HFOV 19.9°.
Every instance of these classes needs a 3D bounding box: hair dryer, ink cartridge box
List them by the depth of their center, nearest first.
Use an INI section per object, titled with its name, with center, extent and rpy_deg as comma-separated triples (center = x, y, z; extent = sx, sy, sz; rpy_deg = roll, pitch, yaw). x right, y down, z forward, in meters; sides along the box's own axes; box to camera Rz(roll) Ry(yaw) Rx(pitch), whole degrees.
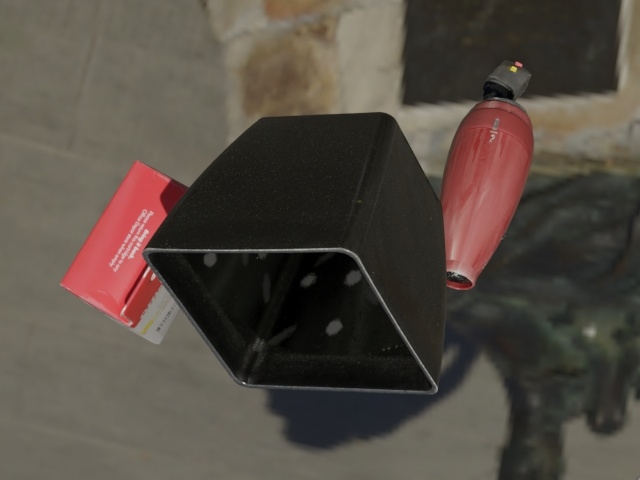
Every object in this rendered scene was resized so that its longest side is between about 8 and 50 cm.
[ink cartridge box]
center = -0.160, 0.011, 1.659
extent = 0.078, 0.134, 0.231
rpy_deg = 30, 173, 7
[hair dryer]
center = 0.170, -0.035, 1.772
extent = 0.080, 0.223, 0.293
rpy_deg = 8, -156, 17

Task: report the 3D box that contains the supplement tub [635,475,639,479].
[supplement tub]
center = 0.333, 0.298, 1.193
extent = 0.235, 0.235, 0.325
rpy_deg = -4, 127, 40

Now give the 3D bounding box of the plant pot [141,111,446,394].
[plant pot]
center = 0.000, 0.000, 1.453
extent = 0.187, 0.167, 0.188
rpy_deg = -1, 142, 29
